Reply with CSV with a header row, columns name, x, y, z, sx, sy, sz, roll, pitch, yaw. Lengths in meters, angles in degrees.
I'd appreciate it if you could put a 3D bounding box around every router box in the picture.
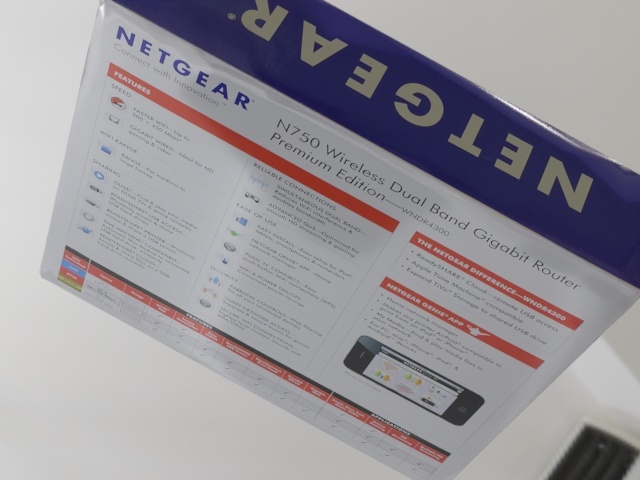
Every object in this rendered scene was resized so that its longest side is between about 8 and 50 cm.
name,x,y,z,sx,sy,sz,roll,pitch,yaw
router box,0.000,0.000,0.786,0.335,0.301,0.082,29,-127,-1
